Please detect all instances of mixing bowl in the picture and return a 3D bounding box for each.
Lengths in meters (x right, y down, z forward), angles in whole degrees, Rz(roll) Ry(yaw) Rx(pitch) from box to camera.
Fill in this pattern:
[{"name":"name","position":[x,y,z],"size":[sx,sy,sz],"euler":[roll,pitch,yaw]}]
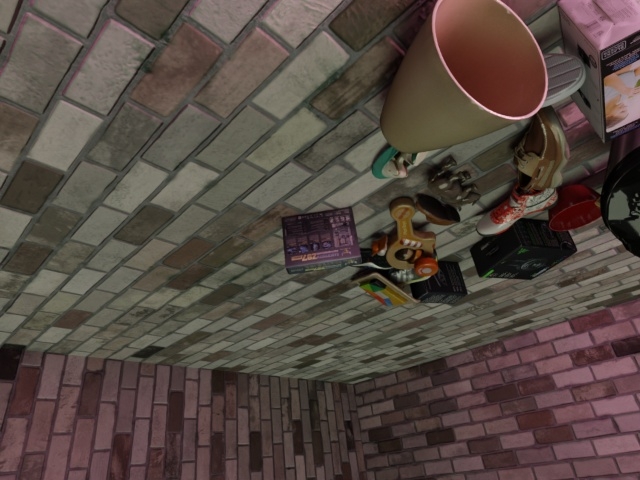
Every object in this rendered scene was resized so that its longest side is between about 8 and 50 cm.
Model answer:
[{"name":"mixing bowl","position":[0.829,-0.118,1.351],"size":[0.182,0.098,0.181],"euler":[-6,148,-4]}]

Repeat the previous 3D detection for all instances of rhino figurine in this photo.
[{"name":"rhino figurine","position":[0.405,-0.152,1.227],"size":[0.106,0.073,0.243],"euler":[-32,143,29]}]

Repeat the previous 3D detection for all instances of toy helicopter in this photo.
[{"name":"toy helicopter","position":[0.276,-0.014,1.417],"size":[0.235,0.140,0.355],"euler":[-5,140,14]}]

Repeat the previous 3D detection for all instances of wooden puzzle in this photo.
[{"name":"wooden puzzle","position":[0.261,0.214,1.701],"size":[0.239,0.044,0.221],"euler":[31,159,-9]}]

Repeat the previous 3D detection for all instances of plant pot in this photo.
[{"name":"plant pot","position":[0.243,-0.288,0.822],"size":[0.257,0.256,0.274],"euler":[6,162,-22]}]

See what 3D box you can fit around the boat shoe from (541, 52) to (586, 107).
[{"name":"boat shoe","position":[0.407,-0.317,0.901],"size":[0.302,0.109,0.094],"euler":[-6,175,41]}]

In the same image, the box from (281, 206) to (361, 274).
[{"name":"box","position":[0.000,0.000,1.285],"size":[0.233,0.183,0.059],"euler":[-10,149,2]}]

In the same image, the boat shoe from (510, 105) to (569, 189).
[{"name":"boat shoe","position":[0.580,-0.225,1.099],"size":[0.117,0.123,0.324],"euler":[-16,147,19]}]

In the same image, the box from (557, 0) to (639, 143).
[{"name":"box","position":[0.576,-0.352,0.834],"size":[0.087,0.169,0.290],"euler":[-25,144,23]}]

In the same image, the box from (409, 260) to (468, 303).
[{"name":"box","position":[0.486,0.175,1.723],"size":[0.207,0.153,0.108],"euler":[6,148,-19]}]

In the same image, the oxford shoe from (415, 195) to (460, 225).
[{"name":"oxford shoe","position":[0.367,-0.084,1.336],"size":[0.212,0.076,0.076],"euler":[19,147,-39]}]

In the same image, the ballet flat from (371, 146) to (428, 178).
[{"name":"ballet flat","position":[0.214,-0.215,1.061],"size":[0.083,0.087,0.247],"euler":[9,146,-27]}]

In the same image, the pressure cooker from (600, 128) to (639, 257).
[{"name":"pressure cooker","position":[0.882,-0.184,0.955],"size":[0.376,0.420,0.370],"euler":[38,142,3]}]

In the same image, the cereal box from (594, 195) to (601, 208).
[{"name":"cereal box","position":[0.947,-0.174,1.231],"size":[0.173,0.047,0.240],"euler":[21,111,-39]}]

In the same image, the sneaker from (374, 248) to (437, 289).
[{"name":"sneaker","position":[0.338,0.115,1.637],"size":[0.121,0.111,0.300],"euler":[19,139,-31]}]

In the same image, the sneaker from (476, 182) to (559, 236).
[{"name":"sneaker","position":[0.614,-0.115,1.323],"size":[0.270,0.090,0.145],"euler":[-27,143,24]}]

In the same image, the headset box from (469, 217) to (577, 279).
[{"name":"headset box","position":[0.756,0.037,1.568],"size":[0.283,0.131,0.246],"euler":[5,147,-19]}]

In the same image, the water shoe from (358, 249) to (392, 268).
[{"name":"water shoe","position":[0.185,0.073,1.582],"size":[0.203,0.072,0.080],"euler":[7,169,-16]}]
